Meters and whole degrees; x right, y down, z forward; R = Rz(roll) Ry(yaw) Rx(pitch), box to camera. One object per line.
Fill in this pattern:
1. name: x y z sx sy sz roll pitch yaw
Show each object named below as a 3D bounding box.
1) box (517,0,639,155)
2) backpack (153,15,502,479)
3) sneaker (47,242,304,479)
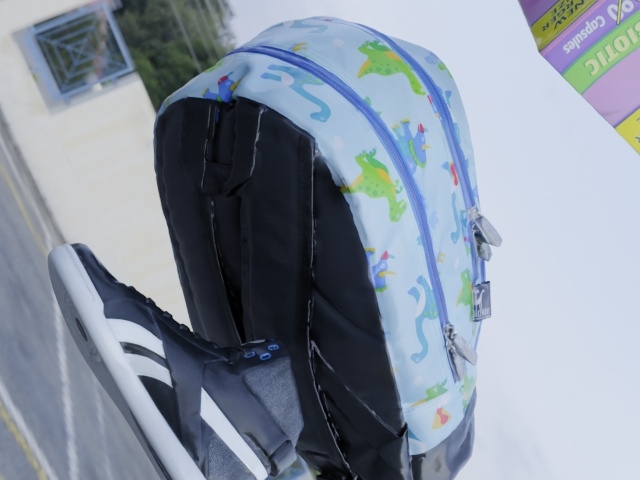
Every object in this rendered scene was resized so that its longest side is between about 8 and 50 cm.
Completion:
1. box: 0.247 -0.203 0.638 0.117 0.213 0.243 39 27 -20
2. backpack: 0.000 0.000 0.773 0.290 0.273 0.356 21 -31 41
3. sneaker: -0.094 0.079 0.671 0.217 0.121 0.079 58 -25 8
